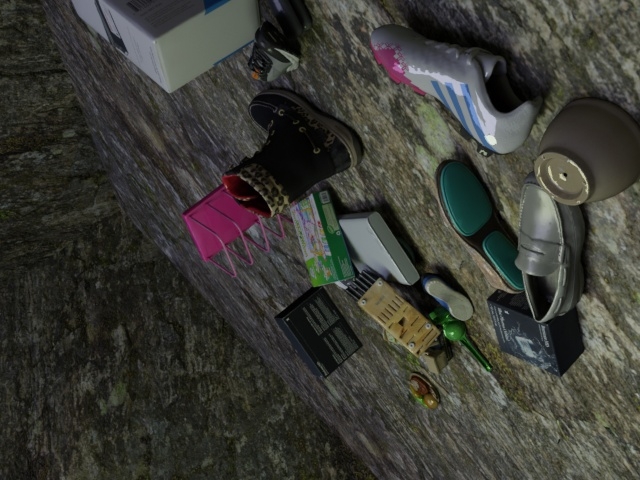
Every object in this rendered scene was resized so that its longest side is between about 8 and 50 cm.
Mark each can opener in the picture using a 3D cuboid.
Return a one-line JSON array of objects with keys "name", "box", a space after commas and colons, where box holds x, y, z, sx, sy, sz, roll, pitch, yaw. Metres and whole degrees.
[{"name": "can opener", "box": [-0.115, -0.552, 1.465, 0.093, 0.074, 0.280, -12, 118, 48]}]

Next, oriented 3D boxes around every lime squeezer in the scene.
[{"name": "lime squeezer", "box": [0.338, 0.223, 1.769, 0.310, 0.059, 0.110, 43, 175, -39]}]

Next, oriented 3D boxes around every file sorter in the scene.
[{"name": "file sorter", "box": [-0.230, -0.059, 2.164, 0.182, 0.290, 0.202, 30, 149, 37]}]

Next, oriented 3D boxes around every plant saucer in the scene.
[{"name": "plant saucer", "box": [0.203, 0.027, 1.808, 0.119, 0.021, 0.119, 41, 156, 23]}]

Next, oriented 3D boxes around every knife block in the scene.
[{"name": "knife block", "box": [0.183, 0.188, 1.856, 0.275, 0.088, 0.242, 41, 178, 15]}]

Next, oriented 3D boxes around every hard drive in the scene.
[{"name": "hard drive", "box": [0.131, 0.019, 1.859, 0.203, 0.040, 0.307, 56, 166, -10]}]

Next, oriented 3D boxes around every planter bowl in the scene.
[{"name": "planter bowl", "box": [0.400, -0.122, 1.086, 0.162, 0.109, 0.162, 42, 157, 23]}]

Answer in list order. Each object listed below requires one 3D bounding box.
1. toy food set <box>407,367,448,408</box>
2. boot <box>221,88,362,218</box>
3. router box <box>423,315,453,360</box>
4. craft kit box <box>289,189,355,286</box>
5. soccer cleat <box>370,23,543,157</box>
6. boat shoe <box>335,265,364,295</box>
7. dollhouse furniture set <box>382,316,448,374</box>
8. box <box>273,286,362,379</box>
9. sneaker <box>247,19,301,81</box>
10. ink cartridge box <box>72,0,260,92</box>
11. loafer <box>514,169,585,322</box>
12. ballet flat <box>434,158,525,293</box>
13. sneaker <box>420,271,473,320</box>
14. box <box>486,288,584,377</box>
[{"name": "toy food set", "box": [0.325, 0.476, 2.232, 0.132, 0.038, 0.192, 46, 157, 14]}, {"name": "boot", "box": [-0.120, -0.214, 1.711, 0.377, 0.284, 0.138, 35, 153, 33]}, {"name": "router box", "box": [0.312, 0.276, 1.953, 0.092, 0.038, 0.122, 27, 147, 45]}, {"name": "craft kit box", "box": [0.000, 0.000, 1.989, 0.246, 0.061, 0.250, 153, 100, -74]}, {"name": "soccer cleat", "box": [0.230, -0.287, 1.188, 0.331, 0.116, 0.143, 44, 141, 14]}, {"name": "boat shoe", "box": [0.115, 0.123, 2.053, 0.228, 0.080, 0.076, 43, 150, 18]}, {"name": "dollhouse furniture set", "box": [0.232, 0.282, 1.921, 0.182, 0.101, 0.161, 11, 127, 56]}, {"name": "box", "box": [-0.008, 0.317, 2.444, 0.261, 0.184, 0.103, 57, 157, -10]}, {"name": "sneaker", "box": [-0.109, -0.395, 1.537, 0.100, 0.108, 0.271, 50, -177, -2]}, {"name": "ink cartridge box", "box": [-0.376, -0.568, 1.666, 0.395, 0.285, 0.166, 41, 156, 25]}, {"name": "loafer", "box": [0.409, 0.019, 1.277, 0.112, 0.111, 0.319, 25, 145, 49]}, {"name": "ballet flat", "box": [0.309, -0.021, 1.430, 0.316, 0.107, 0.106, 57, 165, -9]}, {"name": "sneaker", "box": [0.307, 0.131, 1.729, 0.152, 0.058, 0.084, 35, -170, -19]}, {"name": "box", "box": [0.447, 0.176, 1.472, 0.158, 0.093, 0.156, 22, 143, 49]}]
